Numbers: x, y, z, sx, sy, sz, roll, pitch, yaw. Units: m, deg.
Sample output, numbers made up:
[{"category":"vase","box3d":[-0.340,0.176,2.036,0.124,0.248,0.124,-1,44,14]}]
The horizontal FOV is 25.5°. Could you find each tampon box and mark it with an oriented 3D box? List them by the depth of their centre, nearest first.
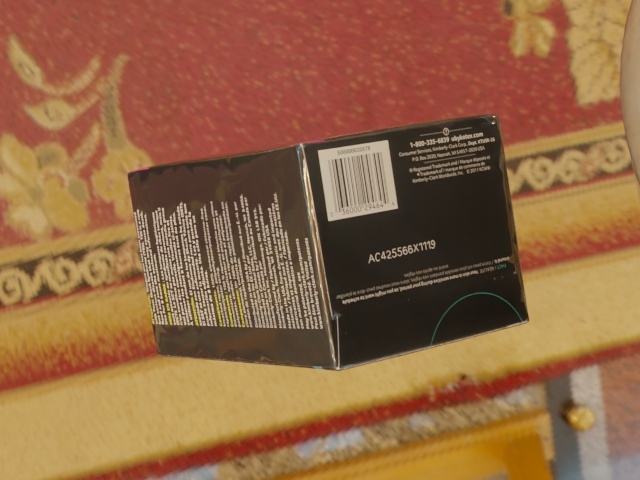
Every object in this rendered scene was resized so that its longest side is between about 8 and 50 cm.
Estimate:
[{"category":"tampon box","box3d":[0.000,0.000,0.694,0.120,0.161,0.101,-12,96,-35]}]

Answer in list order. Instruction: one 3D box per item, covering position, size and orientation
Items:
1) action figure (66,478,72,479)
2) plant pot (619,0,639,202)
[{"category":"action figure","box3d":[-0.175,0.234,1.035,0.038,0.030,0.115,-22,87,-42]},{"category":"plant pot","box3d":[0.285,0.017,0.530,0.323,0.323,0.280,-31,141,-7]}]
